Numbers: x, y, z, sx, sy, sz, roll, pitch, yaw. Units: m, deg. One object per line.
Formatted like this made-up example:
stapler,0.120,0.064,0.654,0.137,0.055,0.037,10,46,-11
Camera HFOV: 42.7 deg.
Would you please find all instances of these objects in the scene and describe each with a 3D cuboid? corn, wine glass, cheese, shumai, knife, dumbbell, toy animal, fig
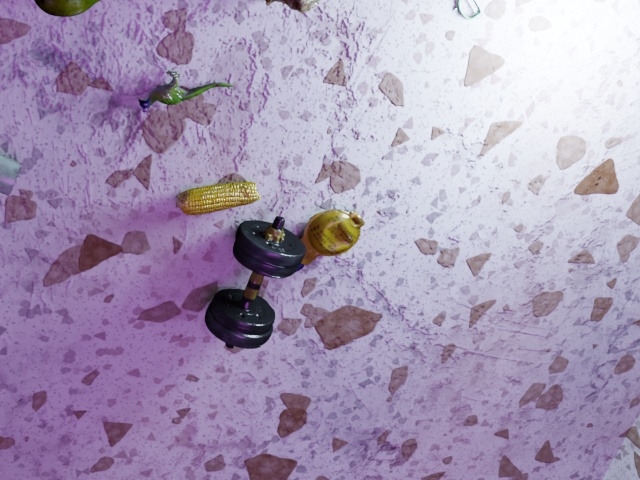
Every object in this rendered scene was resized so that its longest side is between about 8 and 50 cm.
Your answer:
corn,-0.248,-0.104,1.986,0.206,0.067,0.067,-11,123,-14
wine glass,-0.750,-0.165,1.746,0.202,0.093,0.093,24,109,-29
cheese,0.000,0.000,2.144,0.250,0.064,0.156,-33,125,13
shumai,-0.073,-0.545,1.766,0.116,0.145,0.145,-28,129,26
knife,0.311,-0.602,1.929,0.054,0.015,0.212,-34,126,11
dumbbell,-0.167,0.110,2.074,0.185,0.185,0.388,12,115,-26
toy animal,-0.304,-0.349,1.836,0.217,0.041,0.075,-19,126,-14
fig,-0.493,-0.505,1.627,0.156,0.123,0.123,-9,123,-30
